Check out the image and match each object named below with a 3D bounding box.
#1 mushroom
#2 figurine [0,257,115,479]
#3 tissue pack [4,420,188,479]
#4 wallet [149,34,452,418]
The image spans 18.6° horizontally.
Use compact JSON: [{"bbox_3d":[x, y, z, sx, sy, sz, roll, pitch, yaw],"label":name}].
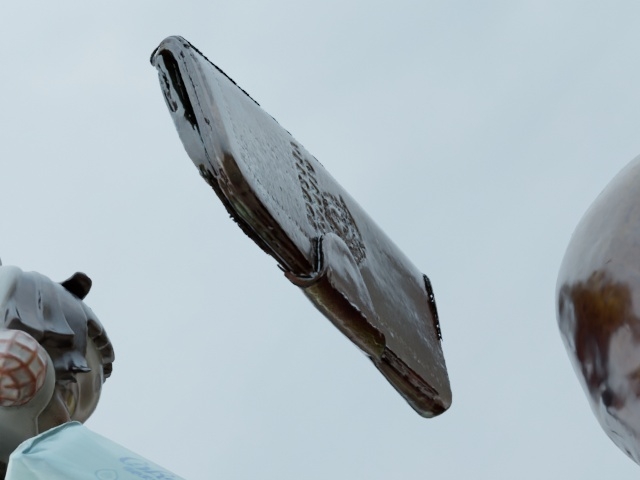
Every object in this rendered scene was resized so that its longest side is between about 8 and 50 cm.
[{"bbox_3d":[0.266,0.042,1.078,0.267,0.267,0.254,-58,-15,5],"label":"mushroom"},{"bbox_3d":[-0.272,0.166,1.491,0.281,0.167,0.370,107,-178,-54],"label":"figurine"},{"bbox_3d":[-0.057,0.227,1.033,0.089,0.263,0.177,-22,-48,-59],"label":"tissue pack"},{"bbox_3d":[0.000,0.000,1.092,0.031,0.137,0.255,-33,-48,14],"label":"wallet"}]
